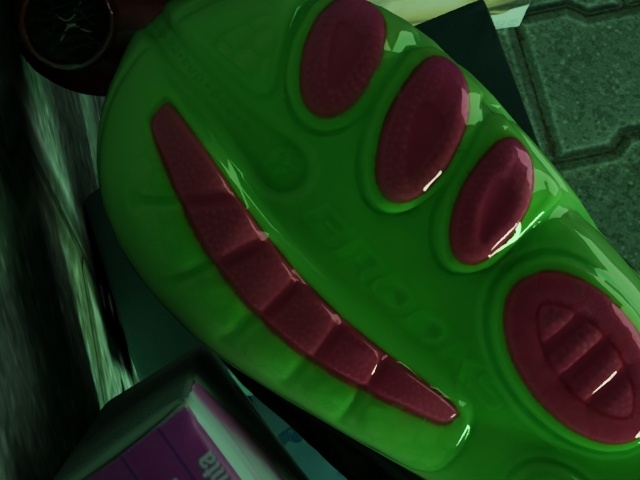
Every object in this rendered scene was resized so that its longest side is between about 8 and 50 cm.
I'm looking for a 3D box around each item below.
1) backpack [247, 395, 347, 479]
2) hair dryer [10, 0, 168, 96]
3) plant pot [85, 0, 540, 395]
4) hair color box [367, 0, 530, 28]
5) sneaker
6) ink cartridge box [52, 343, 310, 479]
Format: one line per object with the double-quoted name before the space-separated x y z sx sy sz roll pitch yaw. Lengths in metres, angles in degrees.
"backpack" 0.007 0.143 1.049 0.355 0.273 0.290 54 -14 22
"hair dryer" -0.129 -0.164 0.684 0.223 0.080 0.293 56 9 -49
"plant pot" 0.000 0.000 0.845 0.165 0.234 0.165 96 -24 -79
"hair color box" -0.007 -0.205 1.159 0.185 0.339 0.110 96 -19 -81
"sneaker" 0.091 0.078 0.662 0.482 0.185 0.202 54 1 -18
"ink cartridge box" 0.026 0.193 0.540 0.324 0.071 0.330 54 -3 -3
